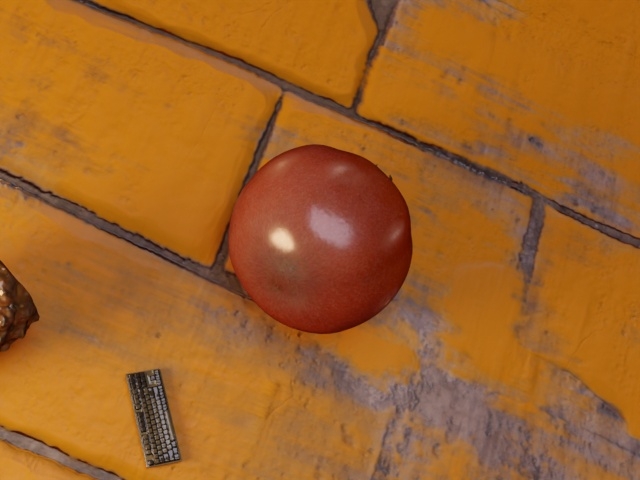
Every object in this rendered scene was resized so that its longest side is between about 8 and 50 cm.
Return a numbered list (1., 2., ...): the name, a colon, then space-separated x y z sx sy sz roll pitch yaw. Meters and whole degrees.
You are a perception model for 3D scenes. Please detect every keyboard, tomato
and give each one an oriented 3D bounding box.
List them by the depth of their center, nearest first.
1. keyboard: -0.220 0.232 1.573 0.049 0.015 0.129 -8 69 -21
2. tomato: 0.000 0.000 1.621 0.256 0.256 0.224 40 45 2

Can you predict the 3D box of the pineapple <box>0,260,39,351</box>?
1. pineapple: -0.522 0.130 1.453 0.340 0.169 0.169 -34 80 -19
